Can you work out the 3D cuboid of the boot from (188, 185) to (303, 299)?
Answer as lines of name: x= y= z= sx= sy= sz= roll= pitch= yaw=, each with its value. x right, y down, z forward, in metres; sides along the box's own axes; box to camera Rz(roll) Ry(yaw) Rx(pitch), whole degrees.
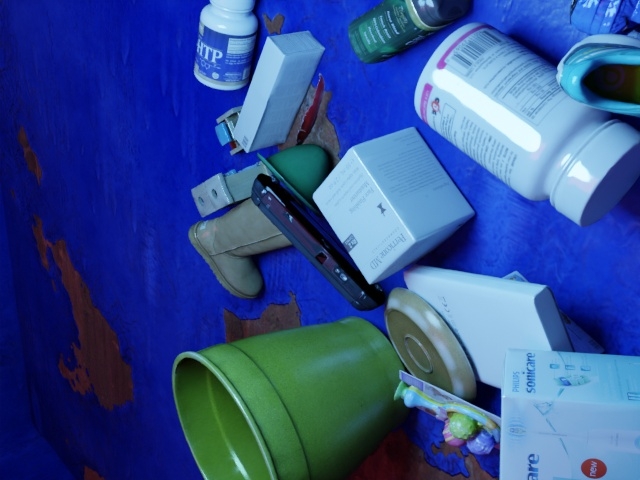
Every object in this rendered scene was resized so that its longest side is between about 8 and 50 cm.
boot: x=-0.123 y=0.016 z=1.614 sx=0.270 sy=0.089 sz=0.236 roll=-18 pitch=127 yaw=37

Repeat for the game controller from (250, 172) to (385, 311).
game controller: x=0.000 y=0.000 z=1.387 sx=0.067 sy=0.166 sz=0.319 roll=-44 pitch=88 yaw=14

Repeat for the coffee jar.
coffee jar: x=0.131 y=-0.335 z=1.148 sx=0.184 sy=0.096 sz=0.079 roll=-19 pitch=95 yaw=53

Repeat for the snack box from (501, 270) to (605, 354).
snack box: x=0.337 y=0.118 z=1.145 sx=0.178 sy=0.064 sz=0.022 roll=46 pitch=136 yaw=26

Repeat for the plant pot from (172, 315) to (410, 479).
plant pot: x=-0.034 y=0.310 z=1.432 sx=0.366 sy=0.353 sz=0.366 roll=35 pitch=136 yaw=42

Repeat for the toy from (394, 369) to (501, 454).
toy: x=0.229 y=0.312 z=1.287 sx=0.237 sy=0.056 sz=0.136 roll=28 pitch=156 yaw=21

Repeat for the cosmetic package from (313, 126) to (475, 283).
cosmetic package: x=0.117 y=-0.058 z=1.251 sx=0.183 sy=0.152 sz=0.151 roll=57 pitch=142 yaw=14

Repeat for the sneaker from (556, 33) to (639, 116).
sneaker: x=0.402 y=-0.163 z=0.843 sx=0.276 sy=0.110 sz=0.106 roll=8 pitch=113 yaw=14

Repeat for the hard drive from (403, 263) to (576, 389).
hard drive: x=0.263 y=0.144 z=1.185 sx=0.308 sy=0.040 sz=0.203 roll=8 pitch=126 yaw=61

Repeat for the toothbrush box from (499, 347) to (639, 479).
toothbrush box: x=0.386 y=0.271 z=1.002 sx=0.296 sy=0.126 sz=0.216 roll=3 pitch=113 yaw=15

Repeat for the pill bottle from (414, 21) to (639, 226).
pill bottle: x=0.275 y=-0.153 z=1.010 sx=0.283 sy=0.160 sz=0.160 roll=44 pitch=136 yaw=28

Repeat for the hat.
hat: x=0.000 y=-0.167 z=1.443 sx=0.173 sy=0.183 sz=0.208 roll=44 pitch=-179 yaw=2

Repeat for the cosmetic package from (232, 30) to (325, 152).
cosmetic package: x=-0.082 y=-0.276 z=1.432 sx=0.060 sy=0.099 sz=0.239 roll=53 pitch=139 yaw=23

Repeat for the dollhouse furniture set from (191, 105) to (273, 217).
dollhouse furniture set: x=-0.204 y=-0.164 z=1.602 sx=0.129 sy=0.129 sz=0.183 roll=-20 pitch=93 yaw=52

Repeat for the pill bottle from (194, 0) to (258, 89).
pill bottle: x=-0.180 y=-0.397 z=1.478 sx=0.112 sy=0.112 sz=0.186 roll=41 pitch=134 yaw=30

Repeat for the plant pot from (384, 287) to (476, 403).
plant pot: x=0.180 y=0.191 z=1.326 sx=0.236 sy=0.032 sz=0.236 roll=50 pitch=159 yaw=27

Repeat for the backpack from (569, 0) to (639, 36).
backpack: x=0.355 y=-0.293 z=0.900 sx=0.101 sy=0.098 sz=0.120 roll=41 pitch=134 yaw=26
